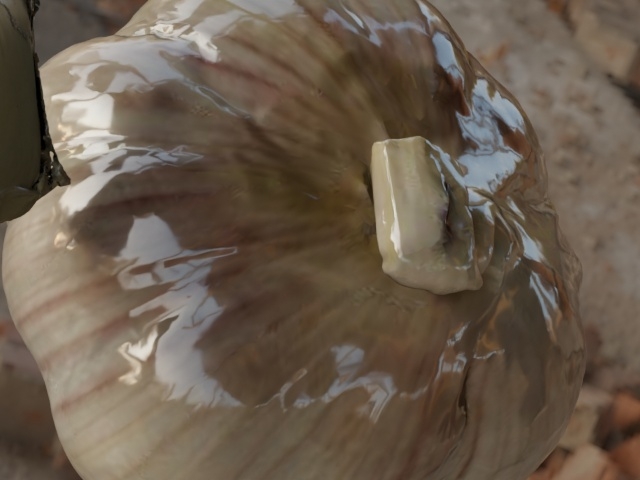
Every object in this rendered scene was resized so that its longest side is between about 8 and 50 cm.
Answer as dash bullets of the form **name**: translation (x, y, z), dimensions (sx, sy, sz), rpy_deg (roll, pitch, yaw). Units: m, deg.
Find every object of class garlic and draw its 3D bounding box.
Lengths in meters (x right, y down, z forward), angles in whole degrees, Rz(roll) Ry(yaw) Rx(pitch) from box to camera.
- **garlic**: translation (-0.010, 0.004, 0.952), dimensions (0.322, 0.241, 0.322), rpy_deg (29, 34, -21)

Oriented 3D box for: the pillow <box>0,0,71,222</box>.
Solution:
- **pillow**: translation (-0.162, -0.056, 0.740), dimensions (0.053, 0.119, 0.208), rpy_deg (6, 7, 20)
